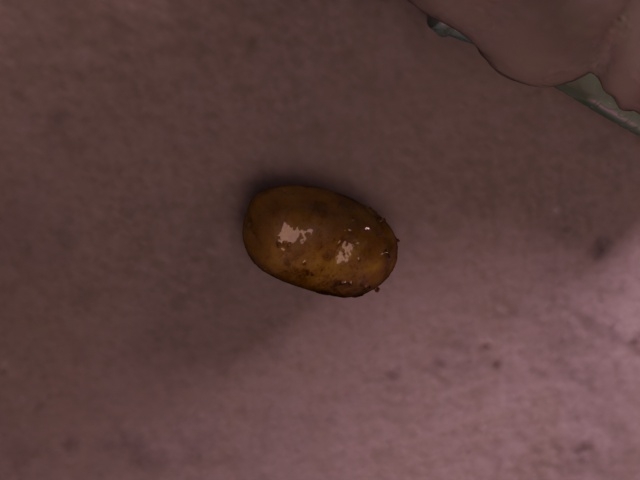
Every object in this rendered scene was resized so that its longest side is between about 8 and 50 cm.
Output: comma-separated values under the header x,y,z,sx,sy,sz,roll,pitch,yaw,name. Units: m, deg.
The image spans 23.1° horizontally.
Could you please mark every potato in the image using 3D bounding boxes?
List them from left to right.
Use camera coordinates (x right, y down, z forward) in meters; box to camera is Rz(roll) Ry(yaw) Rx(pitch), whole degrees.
x,y,z,sx,sy,sz,roll,pitch,yaw,name
0.000,0.000,0.775,0.083,0.040,0.051,22,98,-22,potato

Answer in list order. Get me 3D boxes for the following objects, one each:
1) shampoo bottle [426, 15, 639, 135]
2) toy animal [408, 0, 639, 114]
x,y,z,sx,sy,sz,roll,pitch,yaw,name
0.143,-0.089,0.765,0.191,0.041,0.069,18,94,-17,shampoo bottle
0.115,-0.163,0.660,0.325,0.154,0.208,16,82,-10,toy animal
